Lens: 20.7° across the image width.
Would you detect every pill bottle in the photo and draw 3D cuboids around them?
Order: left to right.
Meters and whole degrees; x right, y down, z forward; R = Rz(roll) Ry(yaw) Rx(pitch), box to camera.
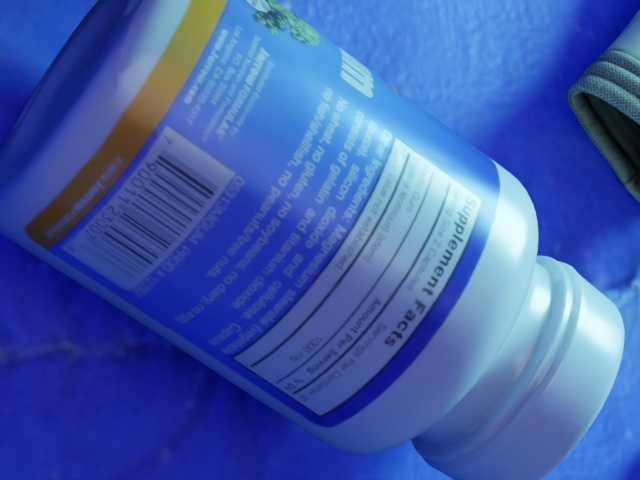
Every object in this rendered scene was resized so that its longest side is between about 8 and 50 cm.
[{"bbox_3d":[0.000,0.000,0.786,0.272,0.152,0.152,34,69,-18],"label":"pill bottle"}]

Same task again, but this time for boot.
[{"bbox_3d":[0.247,-0.066,0.960,0.213,0.077,0.165,40,67,-10],"label":"boot"}]
